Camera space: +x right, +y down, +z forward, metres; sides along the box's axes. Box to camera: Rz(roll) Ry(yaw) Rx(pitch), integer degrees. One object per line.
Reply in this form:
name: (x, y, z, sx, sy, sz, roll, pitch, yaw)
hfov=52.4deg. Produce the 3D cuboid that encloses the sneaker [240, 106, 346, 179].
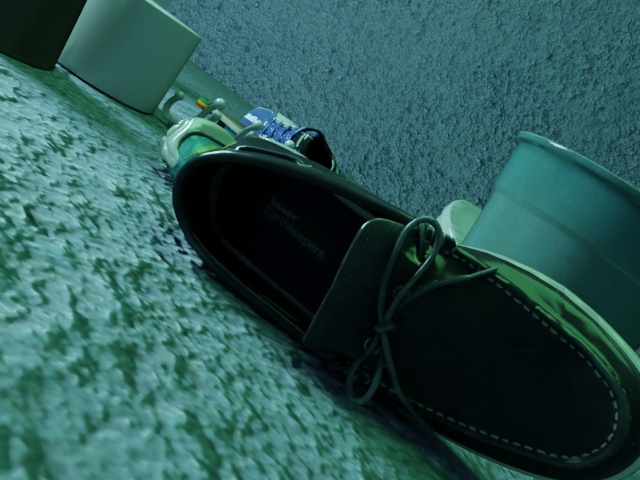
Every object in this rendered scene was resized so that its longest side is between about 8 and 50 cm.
sneaker: (-0.063, -0.247, 1.633, 0.315, 0.127, 0.182, 39, -11, 11)

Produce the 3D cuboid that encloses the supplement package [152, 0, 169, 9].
supplement package: (-0.497, -0.635, 1.612, 0.177, 0.293, 0.175, 41, 11, 24)

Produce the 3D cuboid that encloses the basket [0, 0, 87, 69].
basket: (-0.401, -0.384, 0.926, 0.154, 0.227, 0.204, 36, 10, 1)

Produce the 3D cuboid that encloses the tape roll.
tape roll: (-0.359, -0.364, 1.160, 0.246, 0.169, 0.246, 35, 10, -7)

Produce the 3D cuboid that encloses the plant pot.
plant pot: (0.324, 0.076, 0.944, 0.341, 0.334, 0.341, 35, 10, -7)

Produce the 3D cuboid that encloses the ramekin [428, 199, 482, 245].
ramekin: (0.307, 0.061, 1.350, 0.272, 0.127, 0.273, 33, 37, -28)

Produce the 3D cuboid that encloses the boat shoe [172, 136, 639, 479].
boat shoe: (0.060, 0.056, 0.599, 0.500, 0.187, 0.156, 34, 13, 20)

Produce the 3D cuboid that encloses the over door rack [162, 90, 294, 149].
over door rack: (-0.116, -0.157, 1.210, 0.324, 0.108, 0.239, 42, 12, 33)

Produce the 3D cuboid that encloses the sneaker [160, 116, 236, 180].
sneaker: (-0.110, -0.071, 0.921, 0.275, 0.107, 0.110, 18, 39, -48)

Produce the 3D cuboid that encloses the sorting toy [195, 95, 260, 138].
sorting toy: (-0.193, -0.248, 1.560, 0.274, 0.046, 0.132, 42, 11, 34)
